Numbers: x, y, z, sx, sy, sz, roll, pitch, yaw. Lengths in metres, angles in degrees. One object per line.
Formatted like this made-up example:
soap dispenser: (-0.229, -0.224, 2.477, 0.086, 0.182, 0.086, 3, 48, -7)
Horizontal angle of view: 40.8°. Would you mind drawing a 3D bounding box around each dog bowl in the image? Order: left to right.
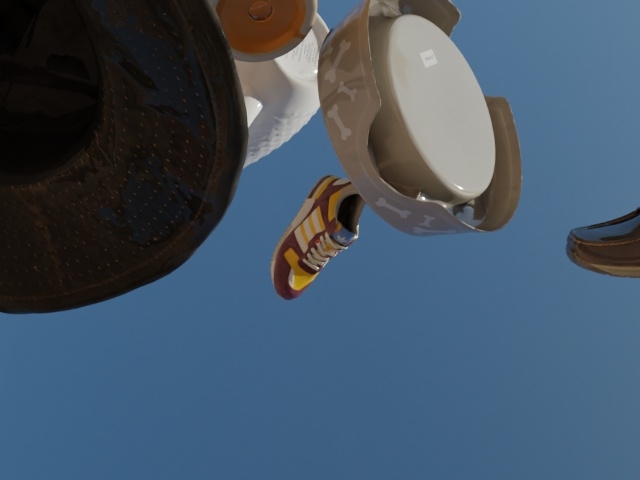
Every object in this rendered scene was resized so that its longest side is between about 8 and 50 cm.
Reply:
dog bowl: (0.130, -0.163, 1.115, 0.102, 0.349, 0.348, -21, -124, 36)

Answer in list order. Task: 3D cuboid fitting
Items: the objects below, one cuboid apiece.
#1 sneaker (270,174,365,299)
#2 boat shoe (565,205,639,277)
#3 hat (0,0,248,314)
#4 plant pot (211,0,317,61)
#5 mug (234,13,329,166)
sneaker: (0.000, 0.000, 1.152, 0.084, 0.070, 0.185, 22, -94, 51)
boat shoe: (0.522, -0.039, 1.241, 0.356, 0.130, 0.132, -10, -161, -8)
hat: (-0.174, -0.123, 0.413, 0.331, 0.331, 0.134, -10, -145, 26)
plant pot: (-0.087, -0.312, 0.990, 0.205, 0.205, 0.187, -29, -130, 15)
mug: (-0.157, -0.242, 1.462, 0.328, 0.276, 0.374, -22, -146, 43)
